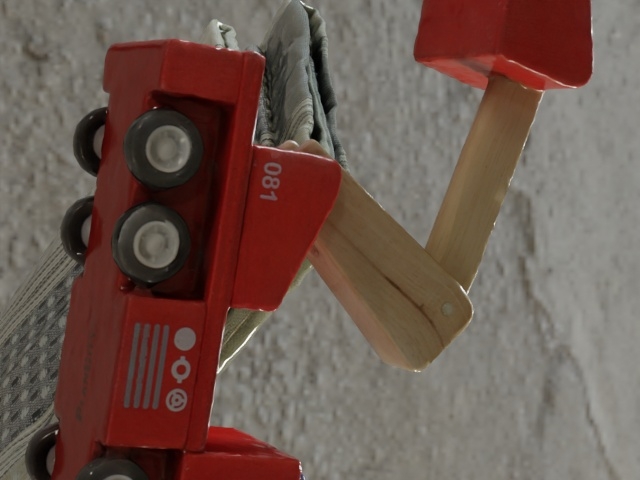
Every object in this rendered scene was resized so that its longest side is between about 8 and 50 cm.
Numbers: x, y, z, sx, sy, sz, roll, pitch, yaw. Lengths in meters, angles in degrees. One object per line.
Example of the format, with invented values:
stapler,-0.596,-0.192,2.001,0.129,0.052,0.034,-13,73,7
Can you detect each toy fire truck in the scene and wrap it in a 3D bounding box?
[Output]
toy fire truck,0.000,0.000,0.384,0.135,0.047,0.192,8,91,-29

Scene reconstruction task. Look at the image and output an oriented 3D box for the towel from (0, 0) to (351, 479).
towel,-0.105,0.018,0.762,0.056,0.324,0.312,36,19,-19
